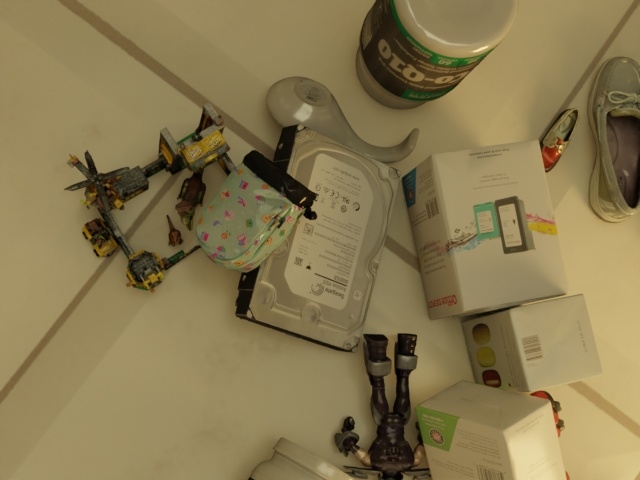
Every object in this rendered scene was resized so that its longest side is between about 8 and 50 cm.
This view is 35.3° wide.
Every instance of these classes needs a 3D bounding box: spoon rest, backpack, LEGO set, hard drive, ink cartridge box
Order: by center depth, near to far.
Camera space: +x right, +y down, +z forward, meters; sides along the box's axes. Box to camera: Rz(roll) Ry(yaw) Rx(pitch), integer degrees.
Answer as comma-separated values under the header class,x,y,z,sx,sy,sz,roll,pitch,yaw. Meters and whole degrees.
class,x,y,z,sx,sy,sz,roll,pitch,yaw
backpack,-0.113,-0.039,1.588,0.152,0.115,0.182,39,93,25
ink cartridge box,0.297,0.424,1.642,0.119,0.207,0.353,-23,106,-33
LEGO set,-0.236,-0.073,1.665,0.331,0.192,0.255,-24,86,-13
hard drive,0.000,0.000,1.718,0.237,0.064,0.339,23,77,-31
ink cartridge box,0.281,-0.012,1.747,0.197,0.198,0.270,-9,84,-12
spoon rest,0.033,-0.207,1.789,0.276,0.084,0.137,23,46,-2

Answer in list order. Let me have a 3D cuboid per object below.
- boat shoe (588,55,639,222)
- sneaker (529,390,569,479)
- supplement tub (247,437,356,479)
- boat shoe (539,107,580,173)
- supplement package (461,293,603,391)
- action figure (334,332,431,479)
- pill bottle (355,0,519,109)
class,x,y,z,sx,sy,sz,roll,pitch,yaw
boat shoe,0.568,-0.195,1.874,0.118,0.103,0.320,10,80,-8
sneaker,0.367,0.406,1.749,0.135,0.097,0.276,-9,81,-12
supplement tub,-0.061,0.477,1.613,0.191,0.191,0.272,32,78,-4
boat shoe,0.445,-0.188,1.882,0.049,0.043,0.137,32,79,-6
supplement package,0.351,0.180,1.705,0.133,0.244,0.139,-11,82,-12
action figure,0.121,0.303,1.725,0.185,0.099,0.285,2,88,-17
pill bottle,0.180,-0.353,1.697,0.204,0.361,0.204,2,81,-10
